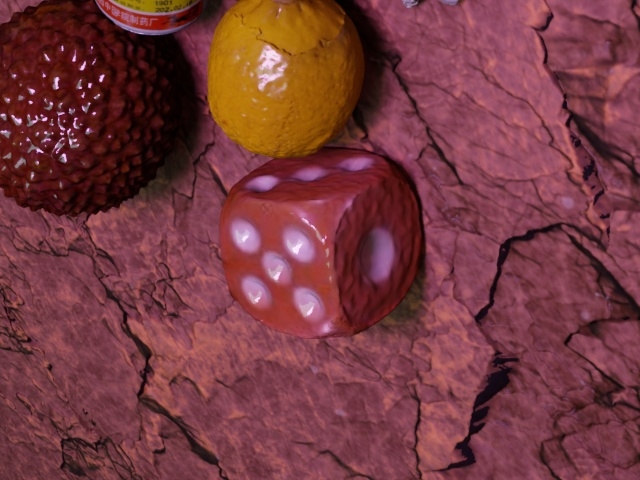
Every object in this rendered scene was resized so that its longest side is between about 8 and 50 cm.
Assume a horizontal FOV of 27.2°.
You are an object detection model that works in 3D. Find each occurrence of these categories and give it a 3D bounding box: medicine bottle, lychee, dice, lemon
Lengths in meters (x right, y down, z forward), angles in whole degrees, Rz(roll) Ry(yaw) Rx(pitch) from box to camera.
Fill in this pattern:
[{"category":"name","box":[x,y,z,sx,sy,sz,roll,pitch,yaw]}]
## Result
[{"category":"medicine bottle","box":[-0.182,-0.347,1.457,0.139,0.139,0.225,38,148,15]},{"category":"lychee","box":[-0.303,-0.162,1.610,0.276,0.304,0.275,-2,119,-4]},{"category":"dice","box":[0.000,0.000,1.529,0.179,0.174,0.175,10,121,39]},{"category":"lemon","box":[-0.039,-0.183,1.449,0.180,0.180,0.193,18,103,30]}]

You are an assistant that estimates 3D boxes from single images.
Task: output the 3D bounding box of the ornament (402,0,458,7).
[{"category":"ornament","box":[0.117,-0.273,1.367,0.092,0.041,0.068,-6,134,28]}]
